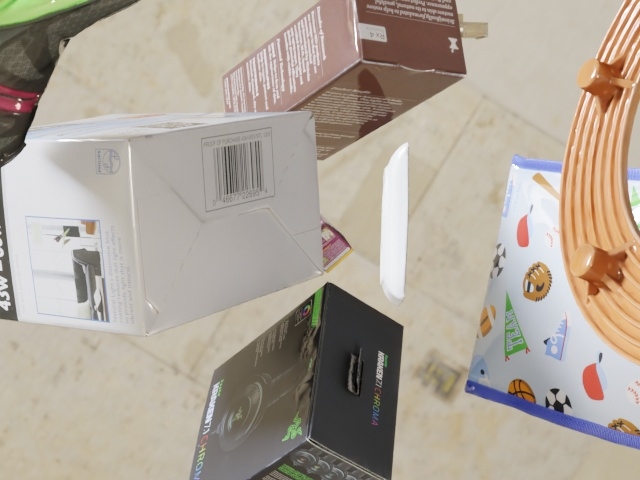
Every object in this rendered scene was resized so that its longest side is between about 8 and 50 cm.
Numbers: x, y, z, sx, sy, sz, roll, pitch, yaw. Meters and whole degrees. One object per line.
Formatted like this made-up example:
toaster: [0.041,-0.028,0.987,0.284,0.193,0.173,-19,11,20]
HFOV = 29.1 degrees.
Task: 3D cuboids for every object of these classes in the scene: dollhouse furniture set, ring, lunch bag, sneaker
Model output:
dollhouse furniture set: [0.251,-0.362,2.294,0.181,0.101,0.161,-2,-177,-21]
ring: [0.231,-0.089,0.667,0.032,0.337,0.336,22,-172,-23]
lunch bag: [0.394,0.081,1.469,0.238,0.328,0.385,9,-179,-31]
sneaker: [-0.353,-0.189,1.254,0.185,0.482,0.202,60,-176,29]

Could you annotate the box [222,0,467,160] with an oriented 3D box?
box: [0.023,-0.246,1.856,0.191,0.143,0.381,3,164,-34]

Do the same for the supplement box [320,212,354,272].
supplement box: [0.000,0.000,1.789,0.083,0.055,0.043,44,-171,-43]

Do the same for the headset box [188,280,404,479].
headset box: [-0.026,0.225,1.549,0.131,0.283,0.246,32,-137,-23]

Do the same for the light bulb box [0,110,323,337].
light bulb box: [-0.244,-0.037,1.539,0.361,0.225,0.358,3,-169,34]

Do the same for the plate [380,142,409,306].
plate: [0.134,-0.022,2.252,0.045,0.278,0.277,2,175,1]
